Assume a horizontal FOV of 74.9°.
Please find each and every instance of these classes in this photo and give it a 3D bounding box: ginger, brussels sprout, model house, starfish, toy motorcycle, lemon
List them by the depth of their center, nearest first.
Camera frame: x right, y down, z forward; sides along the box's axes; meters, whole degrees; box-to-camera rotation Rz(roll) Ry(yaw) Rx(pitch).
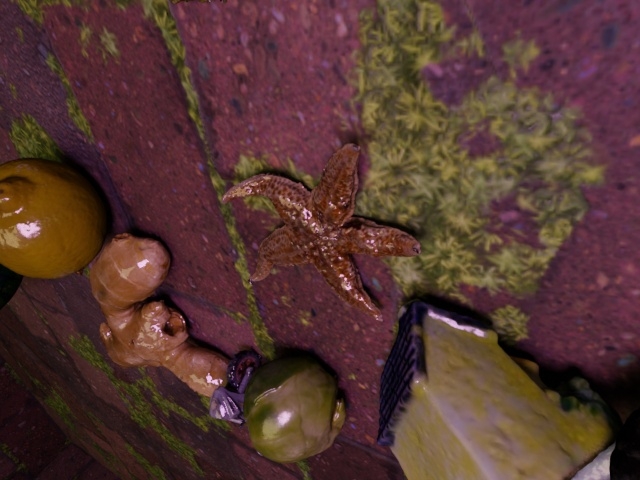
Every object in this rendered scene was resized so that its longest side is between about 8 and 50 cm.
[{"bbox_3d":[0.155,0.178,0.462,0.211,0.170,0.194,52,152,33],"label":"model house"},{"bbox_3d":[0.000,0.000,0.464,0.235,0.062,0.277,42,135,0],"label":"starfish"},{"bbox_3d":[-0.047,0.263,0.650,0.131,0.145,0.183,39,138,45],"label":"brussels sprout"},{"bbox_3d":[-0.444,-0.030,0.679,0.184,0.184,0.248,38,153,6],"label":"lemon"},{"bbox_3d":[-0.121,0.302,0.738,0.080,0.122,0.215,4,125,39],"label":"toy motorcycle"},{"bbox_3d":[-0.349,0.163,0.803,0.348,0.122,0.363,-11,125,31],"label":"ginger"}]

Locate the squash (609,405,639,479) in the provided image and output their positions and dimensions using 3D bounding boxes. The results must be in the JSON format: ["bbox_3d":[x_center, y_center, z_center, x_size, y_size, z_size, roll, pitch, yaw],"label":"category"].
[{"bbox_3d":[0.321,0.197,0.298,0.193,0.193,0.156,54,176,-11],"label":"squash"}]

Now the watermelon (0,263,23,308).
[{"bbox_3d":[-0.857,0.048,0.933,0.363,0.363,0.363,19,132,23],"label":"watermelon"}]

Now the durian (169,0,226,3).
[{"bbox_3d":[-0.077,-0.343,0.254,0.198,0.163,0.394,6,143,-17],"label":"durian"}]

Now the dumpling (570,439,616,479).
[{"bbox_3d":[0.343,0.278,0.395,0.216,0.105,0.149,-17,111,43],"label":"dumpling"}]

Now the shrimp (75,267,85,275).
[{"bbox_3d":[-0.555,-0.008,0.881,0.124,0.034,0.178,21,131,26],"label":"shrimp"}]
